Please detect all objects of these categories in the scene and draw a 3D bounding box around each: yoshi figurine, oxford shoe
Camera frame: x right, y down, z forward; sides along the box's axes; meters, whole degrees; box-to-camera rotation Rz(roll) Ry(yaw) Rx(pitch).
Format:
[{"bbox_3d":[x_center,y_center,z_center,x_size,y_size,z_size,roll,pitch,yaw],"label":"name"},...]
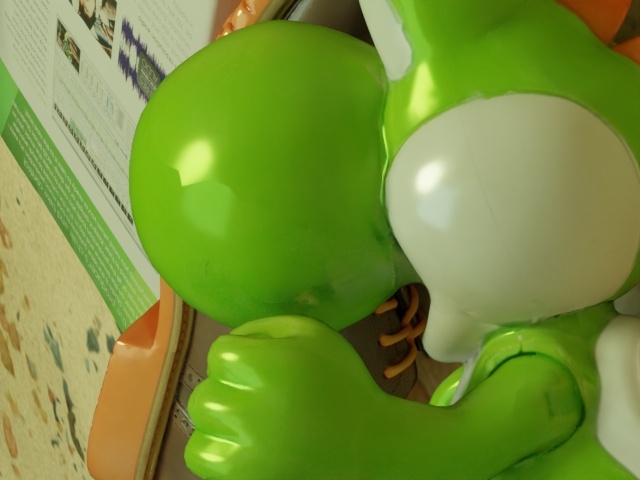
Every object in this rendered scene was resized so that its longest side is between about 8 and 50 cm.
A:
[{"bbox_3d":[0.043,0.062,0.530,0.203,0.203,0.362,-18,88,69],"label":"yoshi figurine"},{"bbox_3d":[0.000,0.000,0.684,0.132,0.130,0.364,27,132,9],"label":"oxford shoe"}]

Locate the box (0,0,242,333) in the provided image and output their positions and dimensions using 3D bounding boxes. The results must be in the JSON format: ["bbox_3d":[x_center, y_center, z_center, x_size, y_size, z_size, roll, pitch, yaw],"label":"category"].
[{"bbox_3d":[-0.107,-0.106,0.841,0.232,0.058,0.322,54,147,30],"label":"box"}]
